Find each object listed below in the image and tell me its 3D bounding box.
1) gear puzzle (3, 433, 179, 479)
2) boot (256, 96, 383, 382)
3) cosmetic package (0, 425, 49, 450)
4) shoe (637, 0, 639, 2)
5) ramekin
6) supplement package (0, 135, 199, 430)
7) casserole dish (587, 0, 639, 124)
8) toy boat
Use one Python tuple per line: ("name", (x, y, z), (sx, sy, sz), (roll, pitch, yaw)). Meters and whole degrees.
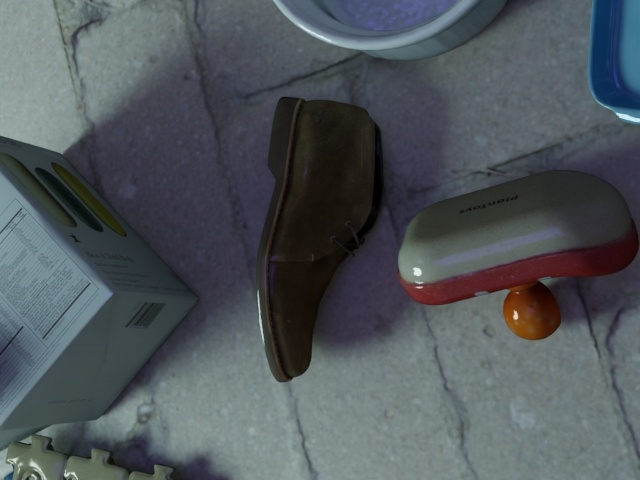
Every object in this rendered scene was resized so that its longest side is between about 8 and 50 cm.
("gear puzzle", (-0.212, 0.330, 1.315), (0.339, 0.044, 0.175), (9, 87, 18))
("boot", (0.000, 0.000, 1.233), (0.115, 0.112, 0.305), (5, 85, 10))
("cosmetic package", (-0.528, 0.247, 1.306), (0.377, 0.284, 0.097), (-28, 75, 16))
("shoe", (0.407, -0.242, 1.122), (0.219, 0.058, 0.076), (11, 89, 21))
("ramekin", (0.080, -0.318, 1.210), (0.277, 0.135, 0.277), (-2, 84, 20))
("supplement package", (-0.318, 0.043, 1.290), (0.263, 0.199, 0.198), (44, 100, 18))
("casserole dish", (0.320, -0.207, 1.132), (0.114, 0.037, 0.188), (14, 109, 42))
("toy boat", (0.198, 0.029, 1.151), (0.231, 0.151, 0.151), (-15, 111, 19))
